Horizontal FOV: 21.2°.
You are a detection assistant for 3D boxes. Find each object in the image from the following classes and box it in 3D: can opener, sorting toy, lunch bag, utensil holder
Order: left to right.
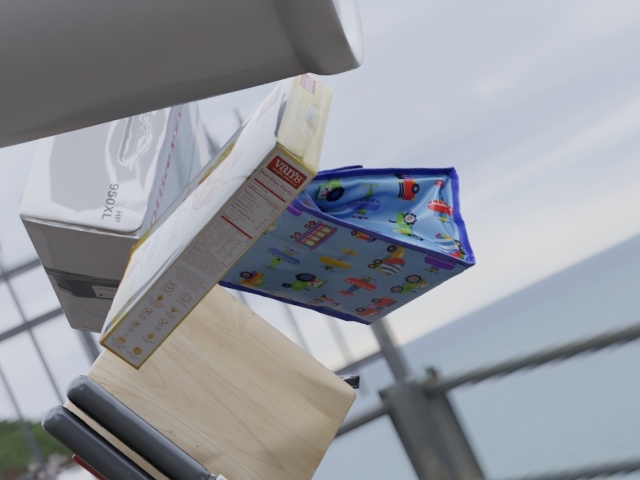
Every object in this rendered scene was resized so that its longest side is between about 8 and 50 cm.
[{"bbox_3d":[-0.192,-0.242,1.278,0.385,0.328,0.327,-13,-2,7],"label":"utensil holder"},{"bbox_3d":[-0.137,0.233,1.621,0.074,0.280,0.093,-51,2,-12],"label":"can opener"},{"bbox_3d":[-0.128,0.190,1.820,0.089,0.257,0.255,-45,9,47],"label":"sorting toy"},{"bbox_3d":[0.000,0.000,2.073,0.293,0.138,0.221,6,-26,-36],"label":"lunch bag"}]

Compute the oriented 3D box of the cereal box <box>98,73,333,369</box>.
[{"bbox_3d":[-0.085,-0.023,1.417,0.240,0.047,0.173,-47,15,23],"label":"cereal box"}]

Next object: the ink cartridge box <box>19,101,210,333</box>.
[{"bbox_3d":[-0.264,-0.065,2.314,0.166,0.286,0.395,8,-23,5],"label":"ink cartridge box"}]

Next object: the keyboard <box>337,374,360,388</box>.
[{"bbox_3d":[-0.033,0.185,2.150,0.180,0.023,0.108,-5,3,41],"label":"keyboard"}]
